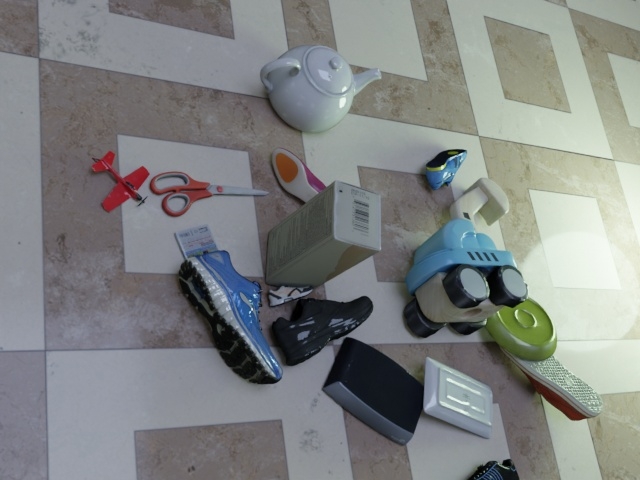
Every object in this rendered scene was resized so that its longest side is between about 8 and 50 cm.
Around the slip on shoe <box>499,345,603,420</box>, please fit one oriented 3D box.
[{"bbox_3d":[0.620,0.379,2.079,0.331,0.101,0.123,40,45,5],"label":"slip on shoe"}]

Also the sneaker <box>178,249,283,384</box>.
[{"bbox_3d":[-0.166,0.161,1.643,0.147,0.130,0.330,-29,89,-38],"label":"sneaker"}]

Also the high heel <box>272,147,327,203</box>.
[{"bbox_3d":[-0.026,-0.141,1.923,0.244,0.082,0.117,46,19,10],"label":"high heel"}]

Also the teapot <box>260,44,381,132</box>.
[{"bbox_3d":[-0.010,-0.419,1.971,0.252,0.187,0.256,41,54,-11],"label":"teapot"}]

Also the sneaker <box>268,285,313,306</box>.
[{"bbox_3d":[-0.070,0.121,1.757,0.109,0.040,0.043,-16,79,-10],"label":"sneaker"}]

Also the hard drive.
[{"bbox_3d":[0.142,0.357,1.802,0.255,0.054,0.172,37,54,-14],"label":"hard drive"}]

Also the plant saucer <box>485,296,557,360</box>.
[{"bbox_3d":[0.561,0.225,2.093,0.241,0.037,0.241,15,43,-15],"label":"plant saucer"}]

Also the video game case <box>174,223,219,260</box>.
[{"bbox_3d":[-0.271,0.028,1.709,0.087,0.011,0.122,-17,79,-38],"label":"video game case"}]

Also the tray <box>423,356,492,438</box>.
[{"bbox_3d":[0.360,0.400,1.907,0.270,0.030,0.145,28,56,-34],"label":"tray"}]

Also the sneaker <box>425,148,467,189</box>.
[{"bbox_3d":[0.371,-0.211,2.214,0.209,0.069,0.082,-36,124,-47],"label":"sneaker"}]

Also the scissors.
[{"bbox_3d":[-0.258,-0.129,1.782,0.297,0.021,0.109,-16,77,-35],"label":"scissors"}]

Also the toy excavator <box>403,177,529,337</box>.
[{"bbox_3d":[0.396,0.013,2.046,0.433,0.222,0.445,3,59,-34],"label":"toy excavator"}]

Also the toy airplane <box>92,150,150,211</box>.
[{"bbox_3d":[-0.442,-0.137,1.661,0.151,0.028,0.151,15,60,-28],"label":"toy airplane"}]

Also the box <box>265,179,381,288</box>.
[{"bbox_3d":[0.000,0.000,1.707,0.121,0.311,0.148,15,63,-27],"label":"box"}]

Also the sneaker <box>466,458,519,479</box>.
[{"bbox_3d":[0.402,0.594,1.854,0.232,0.081,0.090,6,63,-38],"label":"sneaker"}]

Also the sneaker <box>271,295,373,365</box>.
[{"bbox_3d":[0.009,0.180,1.769,0.286,0.109,0.130,-25,78,-40],"label":"sneaker"}]
